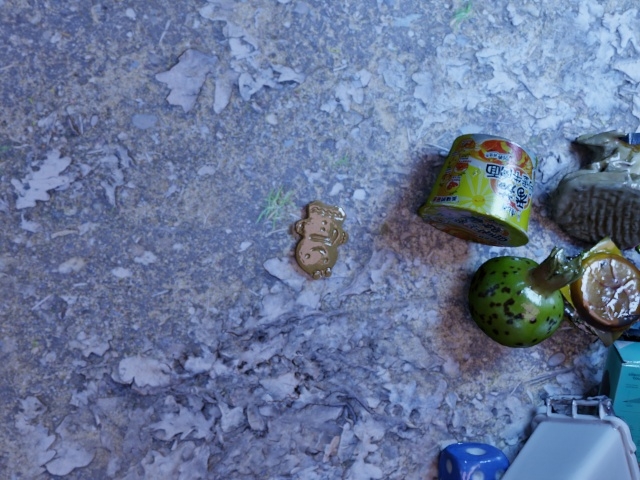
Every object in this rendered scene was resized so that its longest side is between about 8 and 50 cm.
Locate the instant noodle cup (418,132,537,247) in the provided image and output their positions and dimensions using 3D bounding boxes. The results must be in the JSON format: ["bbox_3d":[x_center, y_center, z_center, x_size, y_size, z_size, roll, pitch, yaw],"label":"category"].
[{"bbox_3d":[0.385,-0.120,1.472,0.264,0.264,0.200,22,80,-13],"label":"instant noodle cup"}]

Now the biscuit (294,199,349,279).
[{"bbox_3d":[-0.003,-0.004,1.494,0.133,0.027,0.184,27,86,-14],"label":"biscuit"}]

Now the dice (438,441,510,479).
[{"bbox_3d":[0.382,0.590,1.549,0.146,0.143,0.146,3,92,-13],"label":"dice"}]

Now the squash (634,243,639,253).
[{"bbox_3d":[0.963,0.137,1.596,0.378,0.101,0.101,44,83,5],"label":"squash"}]

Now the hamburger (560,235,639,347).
[{"bbox_3d":[0.711,0.136,1.587,0.243,0.139,0.262,-37,83,-13],"label":"hamburger"}]

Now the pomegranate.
[{"bbox_3d":[0.481,0.112,1.500,0.230,0.231,0.286,10,119,-13],"label":"pomegranate"}]

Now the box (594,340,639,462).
[{"bbox_3d":[0.824,0.412,1.582,0.205,0.118,0.312,2,114,6],"label":"box"}]

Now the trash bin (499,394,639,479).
[{"bbox_3d":[0.574,0.561,1.467,0.367,0.255,0.296,-18,96,-45],"label":"trash bin"}]

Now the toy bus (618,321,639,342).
[{"bbox_3d":[0.943,0.257,1.671,0.271,0.133,0.165,32,81,-10],"label":"toy bus"}]

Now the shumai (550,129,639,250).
[{"bbox_3d":[0.740,-0.145,1.604,0.314,0.267,0.263,46,49,-38],"label":"shumai"}]

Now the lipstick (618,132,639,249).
[{"bbox_3d":[0.836,-0.130,1.670,0.051,0.051,0.312,-6,95,-16],"label":"lipstick"}]
